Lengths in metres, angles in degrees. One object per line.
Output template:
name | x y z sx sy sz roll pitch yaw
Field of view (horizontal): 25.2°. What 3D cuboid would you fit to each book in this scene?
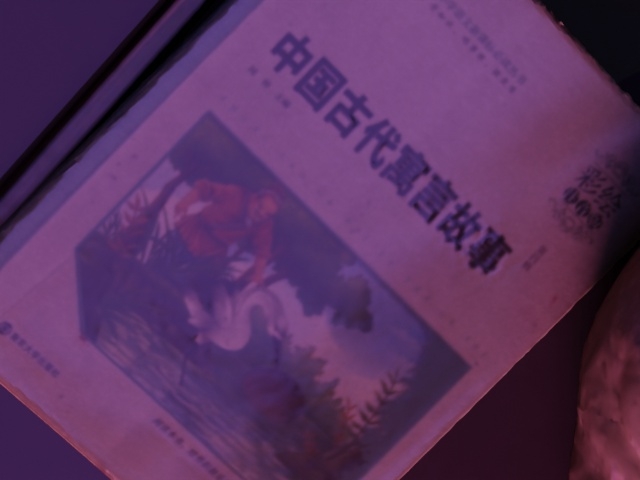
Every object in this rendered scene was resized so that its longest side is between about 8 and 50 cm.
book | 0.000 0.000 0.631 0.215 0.025 0.283 43 90 -15

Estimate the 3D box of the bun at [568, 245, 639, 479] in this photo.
bun | 0.286 0.099 0.615 0.365 0.219 0.365 -4 104 -14
